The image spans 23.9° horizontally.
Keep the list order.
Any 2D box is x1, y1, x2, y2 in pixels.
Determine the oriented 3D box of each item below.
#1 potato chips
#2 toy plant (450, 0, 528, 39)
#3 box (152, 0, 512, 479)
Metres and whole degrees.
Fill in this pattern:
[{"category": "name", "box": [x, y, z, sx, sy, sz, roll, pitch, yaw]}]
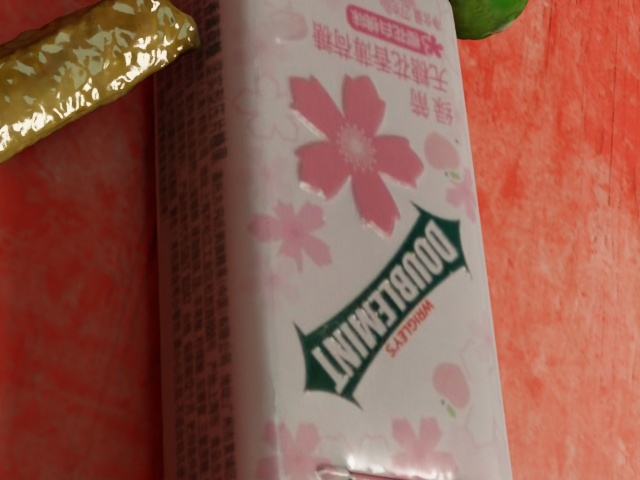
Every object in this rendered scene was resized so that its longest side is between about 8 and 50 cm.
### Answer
[{"category": "potato chips", "box": [-0.207, -0.024, 0.700, 0.407, 0.080, 0.057, -43, 115, -44]}, {"category": "toy plant", "box": [0.063, -0.245, 0.989, 0.235, 0.175, 0.218, 56, -1, 2]}, {"category": "box", "box": [0.000, 0.000, 0.858, 0.190, 0.112, 0.369, 17, 57, -36]}]
